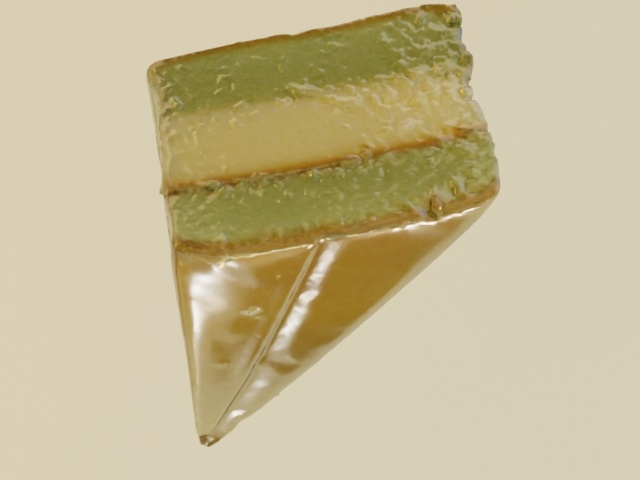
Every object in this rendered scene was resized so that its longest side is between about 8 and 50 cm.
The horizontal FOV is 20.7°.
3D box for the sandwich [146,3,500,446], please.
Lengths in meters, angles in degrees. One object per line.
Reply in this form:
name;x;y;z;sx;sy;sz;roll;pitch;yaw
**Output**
sandwich;0.000;0.000;0.811;0.144;0.187;0.117;-6;-124;-3
